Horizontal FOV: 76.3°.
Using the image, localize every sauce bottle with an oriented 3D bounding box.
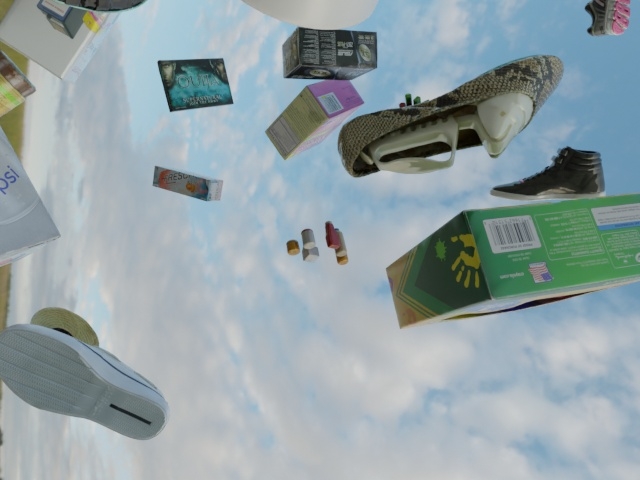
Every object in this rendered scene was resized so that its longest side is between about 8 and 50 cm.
[{"bbox_3d":[-0.804,-0.274,0.886,0.344,0.111,0.111,-44,-137,-13],"label":"sauce bottle"}]

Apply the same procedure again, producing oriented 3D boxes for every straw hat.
[{"bbox_3d":[-0.495,0.199,0.763,0.061,0.144,0.144,-42,-127,7],"label":"straw hat"}]

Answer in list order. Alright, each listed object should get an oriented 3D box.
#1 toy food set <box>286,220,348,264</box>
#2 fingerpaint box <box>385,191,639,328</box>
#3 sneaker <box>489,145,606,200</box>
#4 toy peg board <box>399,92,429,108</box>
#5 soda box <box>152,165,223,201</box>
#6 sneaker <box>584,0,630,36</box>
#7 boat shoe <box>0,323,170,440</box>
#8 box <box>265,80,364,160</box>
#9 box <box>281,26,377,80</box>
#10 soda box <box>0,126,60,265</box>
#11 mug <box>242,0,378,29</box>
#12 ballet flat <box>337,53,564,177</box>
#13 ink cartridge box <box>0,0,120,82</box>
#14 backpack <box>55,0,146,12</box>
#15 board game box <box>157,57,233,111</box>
[{"bbox_3d":[0.000,0.000,1.320,0.111,0.233,0.104,-49,-139,42],"label":"toy food set"},{"bbox_3d":[0.419,0.059,0.855,0.371,0.446,0.163,124,-42,-67],"label":"fingerpaint box"},{"bbox_3d":[0.639,-0.191,1.156,0.296,0.104,0.146,-1,-73,19],"label":"sneaker"},{"bbox_3d":[0.287,-0.372,1.263,0.161,0.079,0.160,32,-108,31],"label":"toy peg board"},{"bbox_3d":[-0.353,-0.153,1.082,0.183,0.063,0.058,16,-77,19],"label":"soda box"},{"bbox_3d":[0.581,-0.498,0.829,0.075,0.063,0.170,-162,-109,-67],"label":"sneaker"},{"bbox_3d":[-0.299,0.180,0.521,0.083,0.226,0.076,-49,-160,-11],"label":"boat shoe"},{"bbox_3d":[-0.020,-0.396,1.314,0.243,0.214,0.117,-31,-85,45],"label":"box"},{"bbox_3d":[0.017,-0.416,0.921,0.147,0.180,0.077,-151,-122,-68],"label":"box"},{"bbox_3d":[-0.434,-0.104,0.471,0.098,0.091,0.286,-20,-81,27],"label":"soda box"},{"bbox_3d":[0.025,-0.539,0.546,0.374,0.276,0.328,-61,180,-34],"label":"mug"},{"bbox_3d":[0.271,-0.227,0.853,0.484,0.164,0.181,-14,-129,14],"label":"ballet flat"},{"bbox_3d":[-0.356,-0.345,0.596,0.212,0.093,0.154,-55,-150,-1],"label":"ink cartridge box"},{"bbox_3d":[-0.254,-0.359,0.437,0.144,0.166,0.188,55,-41,25],"label":"backpack"},{"bbox_3d":[-0.330,-0.419,1.092,0.026,0.186,0.126,7,-66,46],"label":"board game box"}]
